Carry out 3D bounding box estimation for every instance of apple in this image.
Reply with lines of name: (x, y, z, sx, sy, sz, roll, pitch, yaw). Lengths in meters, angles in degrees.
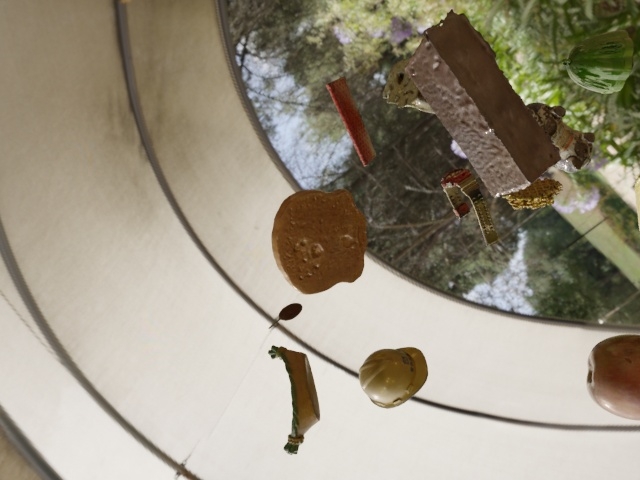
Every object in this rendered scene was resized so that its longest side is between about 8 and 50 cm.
apple: (0.692, 0.304, 1.217, 0.188, 0.173, 0.189, 3, -90, -75)

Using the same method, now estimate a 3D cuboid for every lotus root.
lotus root: (0.795, -0.525, 1.606, 0.186, 0.186, 0.186, 40, -158, -20)
lotus root: (0.256, -0.392, 1.380, 0.118, 0.138, 0.235, 9, -165, -21)

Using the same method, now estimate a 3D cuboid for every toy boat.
toy boat: (-0.055, 0.330, 1.157, 0.089, 0.088, 0.230, 52, -156, -70)

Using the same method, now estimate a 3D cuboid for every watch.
watch: (0.502, -0.116, 1.841, 0.269, 0.102, 0.165, 62, 172, -24)

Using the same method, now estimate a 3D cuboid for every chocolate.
chocolate: (0.274, -0.234, 0.961, 0.111, 0.112, 0.321, -35, -90, -26)

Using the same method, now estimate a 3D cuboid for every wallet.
wallet: (0.073, -0.269, 1.223, 0.197, 0.020, 0.103, 65, -151, -13)

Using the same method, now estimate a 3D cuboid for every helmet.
helmet: (0.221, 0.449, 1.859, 0.140, 0.256, 0.205, 32, -146, -37)

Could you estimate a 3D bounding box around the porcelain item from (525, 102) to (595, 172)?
porcelain item: (0.680, -0.307, 1.632, 0.287, 0.138, 0.186, 25, -175, -20)

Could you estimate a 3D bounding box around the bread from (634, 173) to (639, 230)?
bread: (0.836, -0.105, 1.347, 0.163, 0.167, 0.264, 41, 163, 18)

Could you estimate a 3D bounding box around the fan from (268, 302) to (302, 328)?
fan: (-0.115, 0.242, 1.740, 0.085, 0.133, 0.005, 24, 144, 55)

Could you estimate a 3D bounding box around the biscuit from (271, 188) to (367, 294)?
biscuit: (-0.001, -0.001, 1.969, 0.364, 0.386, 0.062, -13, -160, -21)

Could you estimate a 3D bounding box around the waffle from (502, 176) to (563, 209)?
waffle: (0.809, -0.176, 2.064, 0.193, 0.197, 0.070, -34, -64, -35)
